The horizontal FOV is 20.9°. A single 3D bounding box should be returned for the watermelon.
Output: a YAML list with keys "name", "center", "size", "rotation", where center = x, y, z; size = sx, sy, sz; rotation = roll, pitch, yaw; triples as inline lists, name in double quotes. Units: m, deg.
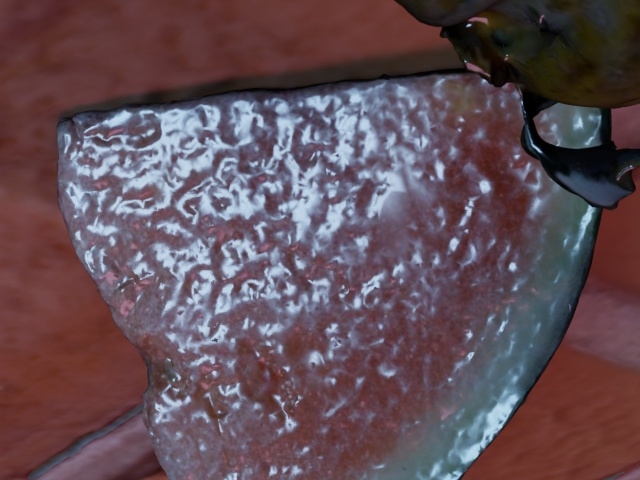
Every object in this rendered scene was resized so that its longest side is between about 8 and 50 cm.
- name: "watermelon"
  center: [0.017, 0.015, 0.596]
  size: [0.202, 0.136, 0.207]
  rotation: [8, 131, -34]

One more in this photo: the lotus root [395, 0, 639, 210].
- name: "lotus root"
  center: [0.098, -0.122, 0.381]
  size: [0.124, 0.123, 0.241]
  rotation: [29, 132, -21]
